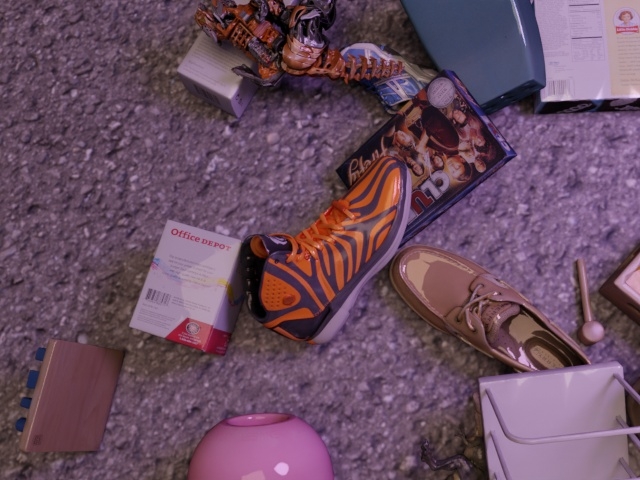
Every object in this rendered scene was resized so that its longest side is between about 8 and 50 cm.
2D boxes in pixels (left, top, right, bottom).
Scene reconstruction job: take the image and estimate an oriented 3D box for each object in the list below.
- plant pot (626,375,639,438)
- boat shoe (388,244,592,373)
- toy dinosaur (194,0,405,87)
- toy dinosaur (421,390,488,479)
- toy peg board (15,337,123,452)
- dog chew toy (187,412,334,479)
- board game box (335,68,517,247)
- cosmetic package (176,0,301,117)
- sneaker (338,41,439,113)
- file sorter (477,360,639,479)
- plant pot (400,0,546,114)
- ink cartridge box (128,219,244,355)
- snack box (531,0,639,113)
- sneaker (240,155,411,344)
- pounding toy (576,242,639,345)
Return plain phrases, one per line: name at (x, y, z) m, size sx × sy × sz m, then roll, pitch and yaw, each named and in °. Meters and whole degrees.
plant pot at (0.621, 0.194, 0.895) m, size 0.323 × 0.323 × 0.280 m, roll 41°, pitch 69°, yaw 13°
boat shoe at (0.256, 0.108, 1.029) m, size 0.341 × 0.110 × 0.121 m, roll 32°, pitch 83°, yaw 12°
toy dinosaur at (-0.029, -0.338, 1.096) m, size 0.322 × 0.164 × 0.218 m, roll 19°, pitch 97°, yaw -21°
toy dinosaur at (0.203, 0.352, 1.009) m, size 0.118 × 0.064 × 0.268 m, roll 7°, pitch 82°, yaw 1°
toy peg board at (-0.401, 0.235, 1.055) m, size 0.079 × 0.161 × 0.161 m, roll 7°, pitch 78°, yaw 23°
dog chew toy at (-0.079, 0.417, 0.960) m, size 0.207 × 0.206 × 0.331 m, roll -3°, pitch 86°, yaw 5°
board game box at (0.155, -0.120, 1.062) m, size 0.243 × 0.042 × 0.165 m, roll -42°, pitch 74°, yaw 31°
cosmetic package at (-0.135, -0.344, 1.187) m, size 0.117 × 0.085 × 0.231 m, roll 30°, pitch 81°, yaw 11°
sneaker at (0.115, -0.264, 1.143) m, size 0.211 × 0.080 × 0.081 m, roll 23°, pitch 78°, yaw 12°
file sorter at (0.328, 0.329, 0.892) m, size 0.193 × 0.173 × 0.277 m, roll -8°, pitch 103°, yaw 5°
plant pot at (0.253, -0.328, 1.080) m, size 0.166 × 0.166 × 0.234 m, roll -25°, pitch 82°, yaw 28°
ink cartridge box at (-0.193, 0.076, 1.076) m, size 0.128 × 0.127 × 0.176 m, roll 17°, pitch 80°, yaw 10°
snack box at (0.512, -0.309, 1.120) m, size 0.322 × 0.060 × 0.187 m, roll -1°, pitch 79°, yaw 6°
sneaker at (0.000, 0.000, 1.010) m, size 0.180 × 0.125 × 0.321 m, roll 24°, pitch 96°, yaw -33°
pounding toy at (0.470, 0.076, 1.022) m, size 0.181 × 0.094 × 0.206 m, roll 42°, pitch 84°, yaw 13°
